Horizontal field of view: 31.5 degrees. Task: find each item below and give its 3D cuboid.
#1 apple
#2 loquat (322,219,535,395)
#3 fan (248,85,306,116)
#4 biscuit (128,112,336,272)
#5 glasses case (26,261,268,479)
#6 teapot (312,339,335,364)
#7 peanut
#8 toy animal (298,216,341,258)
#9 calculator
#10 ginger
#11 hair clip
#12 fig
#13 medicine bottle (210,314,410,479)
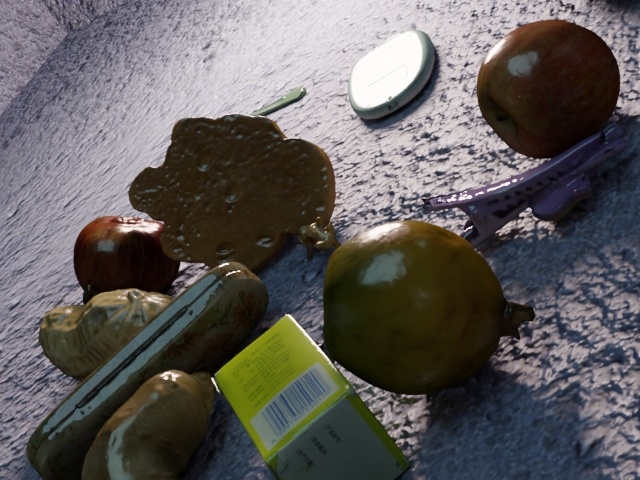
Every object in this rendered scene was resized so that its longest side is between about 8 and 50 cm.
[{"bbox_3d":[0.314,-0.211,1.566,0.174,0.188,0.188,-39,26,-12],"label":"apple"},{"bbox_3d":[0.125,0.082,1.327,0.246,0.213,0.213,3,41,16],"label":"loquat"},{"bbox_3d":[-0.112,-0.281,2.418,0.193,0.016,0.038,-23,32,28],"label":"fan"},{"bbox_3d":[-0.152,-0.078,1.919,0.375,0.051,0.269,1,83,19],"label":"biscuit"},{"bbox_3d":[-0.249,0.198,1.672,0.425,0.156,0.098,-43,62,-9],"label":"glasses case"},{"bbox_3d":[-0.025,0.164,1.554,0.083,0.049,0.063,2,47,53],"label":"teapot"},{"bbox_3d":[-0.351,0.156,1.873,0.325,0.153,0.140,-7,35,37],"label":"peanut"},{"bbox_3d":[0.000,0.000,1.800,0.060,0.081,0.083,-57,-5,-18],"label":"toy animal"},{"bbox_3d":[0.131,-0.320,2.138,0.184,0.042,0.295,-29,28,18],"label":"calculator"},{"bbox_3d":[-0.231,0.280,1.542,0.152,0.138,0.267,13,52,9],"label":"ginger"},{"bbox_3d":[0.278,-0.067,1.509,0.278,0.090,0.137,-20,18,19],"label":"hair clip"},{"bbox_3d":[-0.349,0.051,2.015,0.205,0.205,0.205,-30,27,17],"label":"fig"},{"bbox_3d":[-0.018,0.213,1.368,0.141,0.137,0.250,-41,26,-2],"label":"medicine bottle"}]
